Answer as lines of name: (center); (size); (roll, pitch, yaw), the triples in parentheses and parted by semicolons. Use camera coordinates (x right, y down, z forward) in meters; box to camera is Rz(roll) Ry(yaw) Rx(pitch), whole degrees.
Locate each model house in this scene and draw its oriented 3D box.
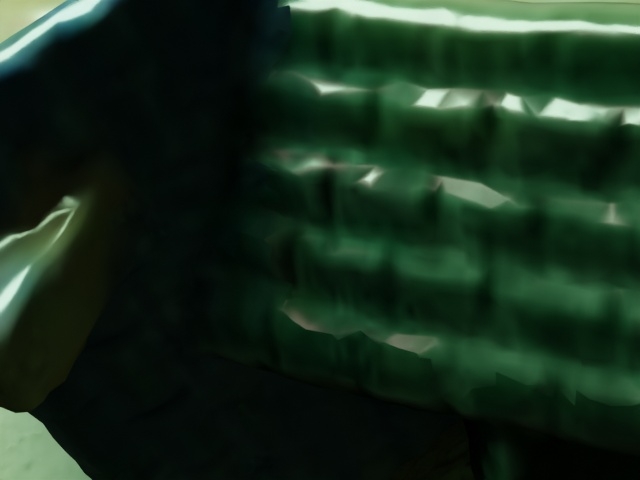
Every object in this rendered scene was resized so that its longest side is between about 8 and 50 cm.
model house: (0.042, -0.024, 0.675); (0.445, 0.395, 0.400); (7, 50, 29)

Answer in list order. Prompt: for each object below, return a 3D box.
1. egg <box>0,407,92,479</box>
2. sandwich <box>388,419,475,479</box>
egg: (-0.308, 0.153, 0.868); (0.354, 0.339, 0.355); (177, 90, -74)
sandwich: (0.075, 0.164, 0.813); (0.254, 0.099, 0.288); (-29, 30, 49)
